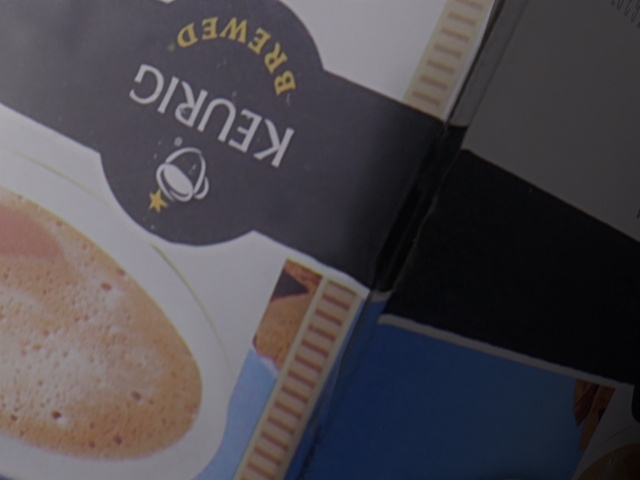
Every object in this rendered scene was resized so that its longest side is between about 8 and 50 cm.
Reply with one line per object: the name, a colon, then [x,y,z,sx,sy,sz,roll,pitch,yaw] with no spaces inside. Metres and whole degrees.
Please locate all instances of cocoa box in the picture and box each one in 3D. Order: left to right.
cocoa box: [-0.073,-0.019,0.489,0.347,0.231,0.228,26,93,30]
